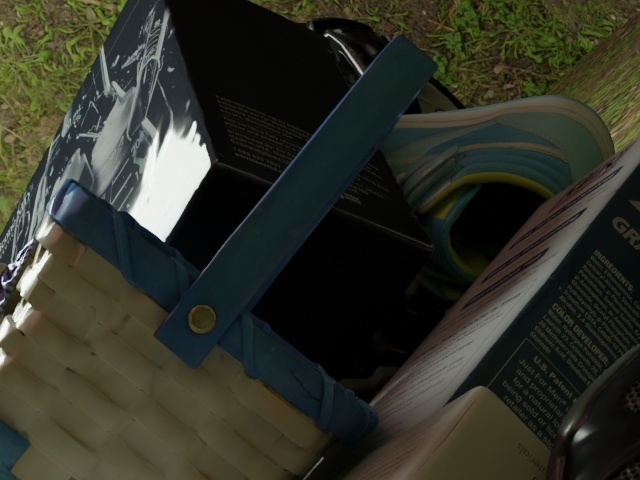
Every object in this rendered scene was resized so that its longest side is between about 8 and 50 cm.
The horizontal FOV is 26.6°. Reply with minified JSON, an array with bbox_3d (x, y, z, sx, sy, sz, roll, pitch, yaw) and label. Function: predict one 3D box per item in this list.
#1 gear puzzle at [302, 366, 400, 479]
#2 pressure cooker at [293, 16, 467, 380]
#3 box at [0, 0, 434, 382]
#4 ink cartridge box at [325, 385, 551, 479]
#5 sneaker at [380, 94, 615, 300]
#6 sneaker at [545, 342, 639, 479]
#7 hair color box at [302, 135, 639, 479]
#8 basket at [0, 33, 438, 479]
[{"bbox_3d":[-0.026,0.155,0.921,0.339,0.044,0.175,8,-48,-46],"label":"gear puzzle"},{"bbox_3d":[-0.005,0.001,1.410,0.375,0.370,0.420,-49,1,-39],"label":"pressure cooker"},{"bbox_3d":[-0.114,0.018,1.051,0.343,0.179,0.312,-56,30,23],"label":"box"},{"bbox_3d":[-0.038,0.233,0.516,0.353,0.119,0.207,-43,0,-37],"label":"ink cartridge box"},{"bbox_3d":[0.062,-0.022,1.070,0.319,0.127,0.208,-14,18,25],"label":"sneaker"},{"bbox_3d":[0.127,0.106,0.465,0.130,0.087,0.227,-39,7,48],"label":"sneaker"},{"bbox_3d":[0.132,0.073,0.797,0.347,0.105,0.174,-45,3,-38],"label":"hair color box"},{"bbox_3d":[-0.048,0.030,0.708,0.289,0.201,0.255,-48,-2,-7],"label":"basket"}]
